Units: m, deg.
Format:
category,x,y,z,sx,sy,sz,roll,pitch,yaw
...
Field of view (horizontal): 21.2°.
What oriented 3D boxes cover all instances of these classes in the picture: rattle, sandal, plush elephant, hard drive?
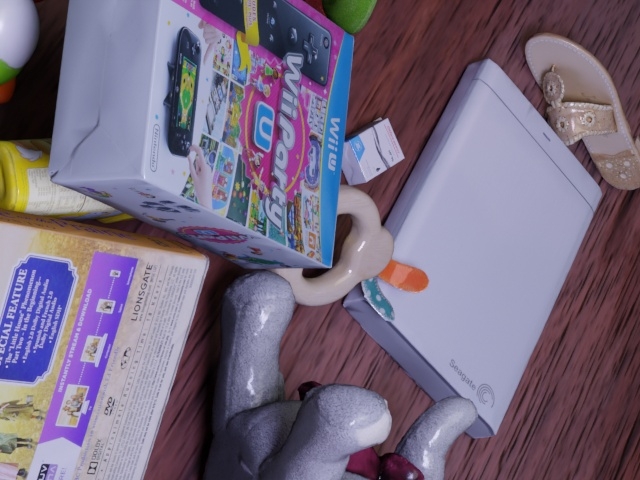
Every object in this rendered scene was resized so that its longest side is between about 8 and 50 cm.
category,x,y,z,sx,sy,sz,roll,pitch,yaw
rattle,0.000,0.000,1.689,0.200,0.143,0.130,14,89,-51
sandal,0.308,-0.131,1.992,0.240,0.088,0.079,51,46,-30
plush elephant,0.038,0.226,1.564,0.255,0.272,0.330,7,106,-28
hard drive,0.176,0.005,1.872,0.233,0.047,0.353,46,55,-26

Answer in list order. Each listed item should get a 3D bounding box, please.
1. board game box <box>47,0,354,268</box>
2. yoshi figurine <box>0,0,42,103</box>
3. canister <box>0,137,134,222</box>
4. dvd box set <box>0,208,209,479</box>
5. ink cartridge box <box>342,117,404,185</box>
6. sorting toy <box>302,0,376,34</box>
category,x,y,z,sx,sy,sz,roll,pitch,yaw
board game box,-0.089,-0.116,1.425,0.303,0.097,0.224,26,66,-59
yoshi figurine,-0.281,-0.264,1.418,0.203,0.203,0.362,29,65,-19
canister,-0.220,-0.051,1.464,0.170,0.126,0.073,-6,87,-41
dvd box set,-0.306,0.119,1.317,0.420,0.062,0.307,10,100,-41
ink cartridge box,0.056,-0.096,1.792,0.083,0.028,0.048,-34,105,-42
sorting toy,-0.022,-0.251,1.569,0.126,0.365,0.127,9,68,-17
